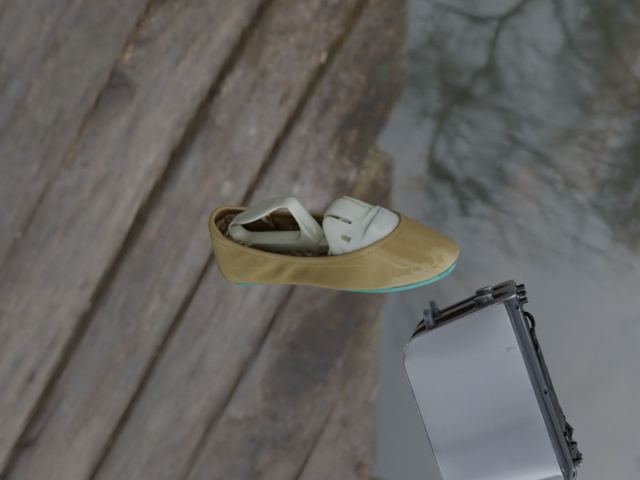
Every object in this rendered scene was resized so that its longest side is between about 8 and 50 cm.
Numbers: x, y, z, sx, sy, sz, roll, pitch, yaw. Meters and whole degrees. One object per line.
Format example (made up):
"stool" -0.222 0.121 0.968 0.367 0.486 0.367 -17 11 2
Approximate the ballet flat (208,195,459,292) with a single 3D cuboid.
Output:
"ballet flat" 0.000 0.000 1.152 0.080 0.232 0.073 -52 128 -44

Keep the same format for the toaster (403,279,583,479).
"toaster" 0.143 0.132 1.177 0.168 0.110 0.185 -26 97 -82
